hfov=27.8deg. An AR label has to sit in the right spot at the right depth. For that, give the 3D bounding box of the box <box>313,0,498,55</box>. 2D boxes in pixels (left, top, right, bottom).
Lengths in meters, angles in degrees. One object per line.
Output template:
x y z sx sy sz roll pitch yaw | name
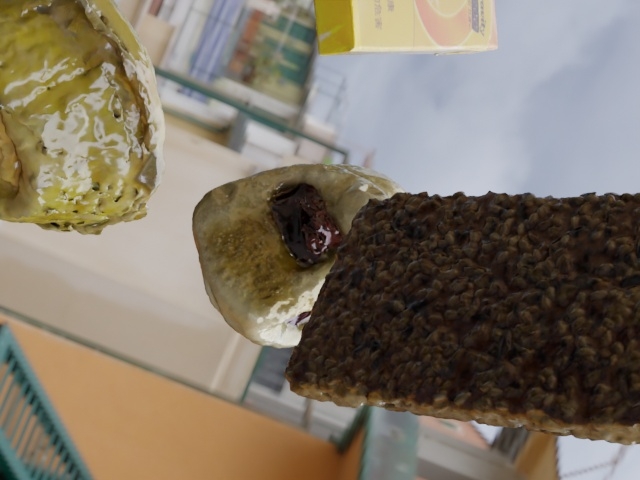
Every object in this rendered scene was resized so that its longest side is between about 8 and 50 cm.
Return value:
0.077 -0.234 1.100 0.269 0.043 0.152 -15 102 -56 | box

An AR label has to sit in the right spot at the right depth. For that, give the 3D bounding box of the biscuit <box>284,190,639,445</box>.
0.089 0.030 0.631 0.230 0.025 0.131 0 -123 40 | biscuit

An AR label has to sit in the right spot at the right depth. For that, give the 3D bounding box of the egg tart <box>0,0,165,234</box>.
-0.304 -0.128 1.220 0.132 0.345 0.345 -47 174 -38 | egg tart

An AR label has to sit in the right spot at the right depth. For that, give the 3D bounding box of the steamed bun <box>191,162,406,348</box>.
0.000 0.000 1.058 0.155 0.141 0.172 -25 168 21 | steamed bun
